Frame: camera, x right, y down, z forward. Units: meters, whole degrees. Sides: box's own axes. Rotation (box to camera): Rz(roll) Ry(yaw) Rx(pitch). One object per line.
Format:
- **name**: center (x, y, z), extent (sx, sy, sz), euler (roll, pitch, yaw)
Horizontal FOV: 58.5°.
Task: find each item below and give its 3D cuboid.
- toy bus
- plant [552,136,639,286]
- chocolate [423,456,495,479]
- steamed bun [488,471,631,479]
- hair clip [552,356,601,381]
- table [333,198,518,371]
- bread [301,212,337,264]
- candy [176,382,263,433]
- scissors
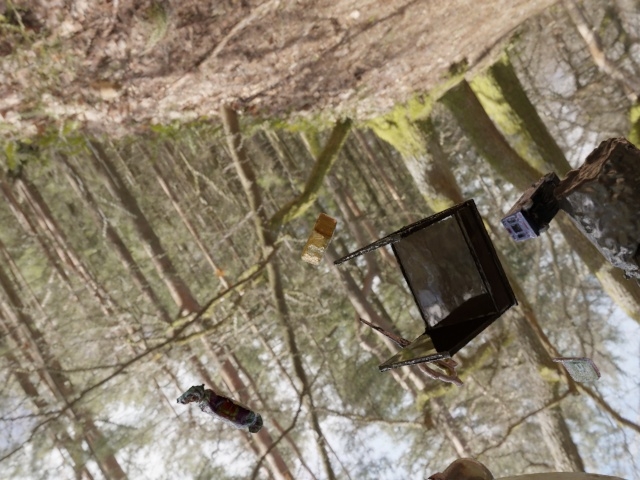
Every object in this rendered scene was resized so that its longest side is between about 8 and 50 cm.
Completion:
- **toy bus**: center (0.441, -0.071, 1.171), extent (0.167, 0.073, 0.076), euler (-40, -173, -34)
- **plant**: center (0.593, -0.050, 1.074), extent (0.188, 0.276, 0.199), euler (-43, 180, 20)
- **chocolate**: center (0.371, 0.633, 1.468), extent (0.147, 0.221, 0.221), euler (-52, -171, -28)
- **steamed bun**: center (0.310, 0.415, 0.737), extent (0.282, 0.177, 0.283), euler (-6, 169, -1)
- **hair clip**: center (0.465, 0.228, 1.036), extent (0.054, 0.137, 0.022), euler (-11, -123, 38)
- **table**: center (0.220, 0.087, 1.171), extent (0.196, 0.251, 0.282), euler (-22, 180, 44)
- **bread**: center (0.000, 0.000, 1.683), extent (0.122, 0.073, 0.149), euler (-69, -178, -75)
- **candy**: center (-0.160, 0.277, 0.937), extent (0.043, 0.175, 0.045), euler (8, -115, 54)
- **scissors**: center (0.236, 0.280, 1.499), extent (0.024, 0.317, 0.160), euler (-56, -170, 22)
